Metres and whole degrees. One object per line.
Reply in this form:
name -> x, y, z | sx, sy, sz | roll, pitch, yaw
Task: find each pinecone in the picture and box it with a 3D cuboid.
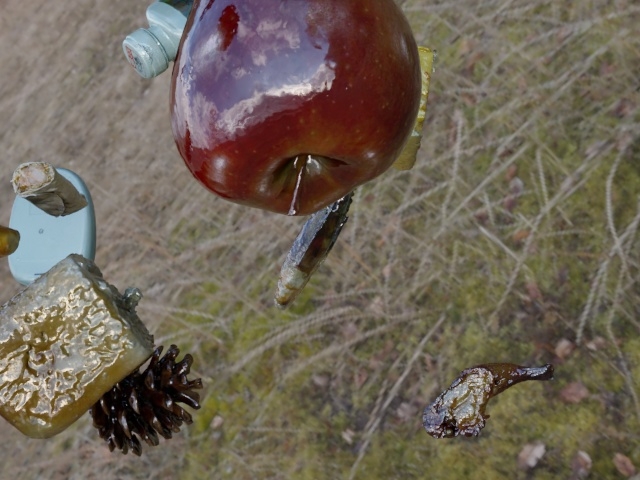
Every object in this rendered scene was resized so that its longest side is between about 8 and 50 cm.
pinecone -> -0.288, 0.244, 1.406 | 0.208, 0.208, 0.207 | -38, 29, 25

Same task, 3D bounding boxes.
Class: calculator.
calculator -> -0.543, -0.005, 1.741 | 0.184, 0.042, 0.295 | -5, 77, 8

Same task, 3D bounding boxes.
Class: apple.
apple -> -0.029, -0.186, 0.970 | 0.288, 0.288, 0.316 | -24, 58, 42

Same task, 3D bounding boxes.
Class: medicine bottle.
medicine bottle -> -0.170, -0.314, 1.223 | 0.229, 0.083, 0.121 | -39, 57, -21

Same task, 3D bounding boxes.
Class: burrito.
burrito -> -0.461, -0.082, 1.487 | 0.226, 0.087, 0.060 | 74, -169, -79

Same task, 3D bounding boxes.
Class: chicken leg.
chicken leg -> 0.169, 0.157, 0.889 | 0.145, 0.062, 0.037 | -36, -16, -3

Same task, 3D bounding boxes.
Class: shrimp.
shrimp -> 0.000, 0.000, 1.888 | 0.364, 0.071, 0.233 | -61, -11, 22

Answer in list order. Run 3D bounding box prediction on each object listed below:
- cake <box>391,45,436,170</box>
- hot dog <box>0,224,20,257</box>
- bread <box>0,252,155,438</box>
cake -> 0.132, -0.333, 1.907 | 0.227, 0.223, 0.285 | 101, -179, -74
hot dog -> -0.572, -0.028, 1.236 | 0.088, 0.286, 0.061 | -17, -57, -82
bread -> -0.356, 0.141, 1.222 | 0.246, 0.195, 0.176 | -39, 7, -3
